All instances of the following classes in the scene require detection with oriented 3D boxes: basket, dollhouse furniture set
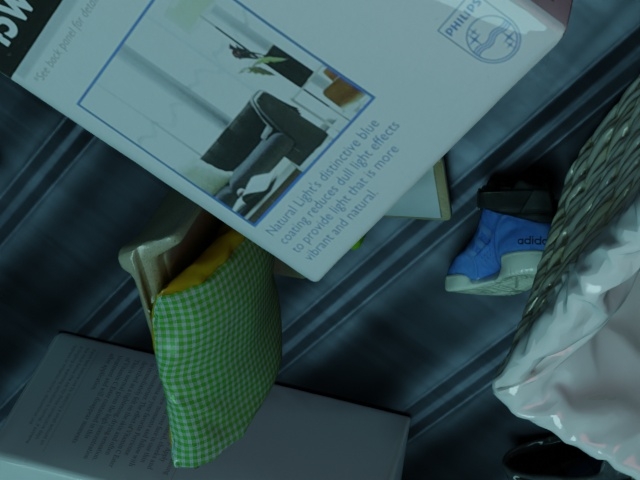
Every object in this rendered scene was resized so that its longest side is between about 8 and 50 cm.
[{"bbox_3d":[0.341,0.001,0.982,0.328,0.266,0.331,28,133,-5],"label":"basket"},{"bbox_3d":[0.000,0.000,1.074,0.151,0.301,0.197,3,127,20],"label":"dollhouse furniture set"}]

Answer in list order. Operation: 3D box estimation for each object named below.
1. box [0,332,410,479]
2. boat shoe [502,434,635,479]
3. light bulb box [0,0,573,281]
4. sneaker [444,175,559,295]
[{"bbox_3d":[-0.110,0.250,1.413,0.345,0.168,0.215,13,131,9],"label":"box"},{"bbox_3d":[0.255,0.181,1.296,0.228,0.080,0.076,-18,123,39],"label":"boat shoe"},{"bbox_3d":[-0.049,-0.237,0.856,0.361,0.358,0.225,34,129,-12],"label":"light bulb box"},{"bbox_3d":[0.141,-0.005,1.194,0.058,0.084,0.152,4,169,-16],"label":"sneaker"}]
